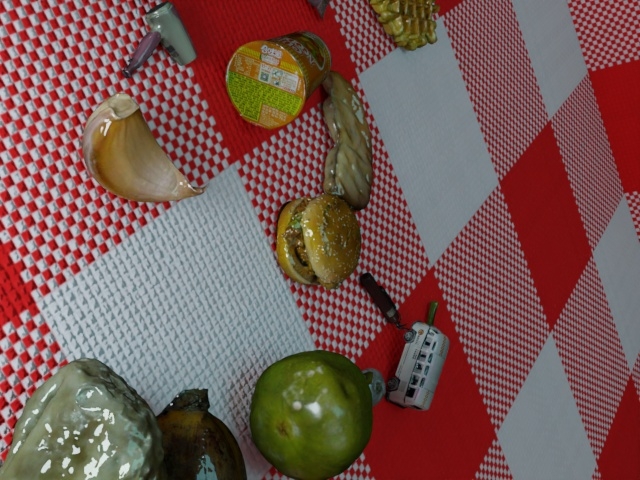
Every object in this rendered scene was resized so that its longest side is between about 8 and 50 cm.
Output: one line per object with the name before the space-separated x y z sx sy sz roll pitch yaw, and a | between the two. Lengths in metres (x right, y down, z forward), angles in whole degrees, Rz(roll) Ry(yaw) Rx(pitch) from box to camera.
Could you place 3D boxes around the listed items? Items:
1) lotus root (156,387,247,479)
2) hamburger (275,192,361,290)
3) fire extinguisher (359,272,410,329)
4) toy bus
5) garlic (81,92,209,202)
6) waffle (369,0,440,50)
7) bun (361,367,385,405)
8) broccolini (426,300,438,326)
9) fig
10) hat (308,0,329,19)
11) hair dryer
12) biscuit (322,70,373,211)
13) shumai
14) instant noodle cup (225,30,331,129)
lotus root | -0.191 0.415 1.253 0.196 0.179 0.397 117 -28 -77
hamburger | 0.004 0.006 1.684 0.182 0.118 0.191 -22 104 -50
fire extinguisher | 0.138 0.133 1.905 0.173 0.035 0.049 55 5 -29
toy bus | 0.218 0.275 1.902 0.087 0.089 0.194 34 72 -44
garlic | -0.287 -0.131 1.334 0.207 0.128 0.115 49 3 -40
waffle | 0.201 -0.605 2.126 0.309 0.065 0.283 52 47 -37
bun | 0.104 0.305 1.805 0.083 0.045 0.083 15 69 -46
broccolini | 0.252 0.246 2.017 0.051 0.054 0.239 34 53 -27
fig | 0.013 0.314 1.539 0.314 0.233 0.233 31 59 -51
hat | -0.007 -0.510 1.853 0.087 0.042 0.058 81 25 -67
hair dryer | -0.278 -0.316 1.446 0.154 0.054 0.106 -49 126 -35
biscuit | 0.057 -0.206 1.858 0.154 0.045 0.299 15 70 -50
shumai | -0.324 0.289 1.090 0.222 0.225 0.261 -3 101 -55
instant noodle cup | -0.065 -0.317 1.642 0.185 0.168 0.168 -48 120 -55
